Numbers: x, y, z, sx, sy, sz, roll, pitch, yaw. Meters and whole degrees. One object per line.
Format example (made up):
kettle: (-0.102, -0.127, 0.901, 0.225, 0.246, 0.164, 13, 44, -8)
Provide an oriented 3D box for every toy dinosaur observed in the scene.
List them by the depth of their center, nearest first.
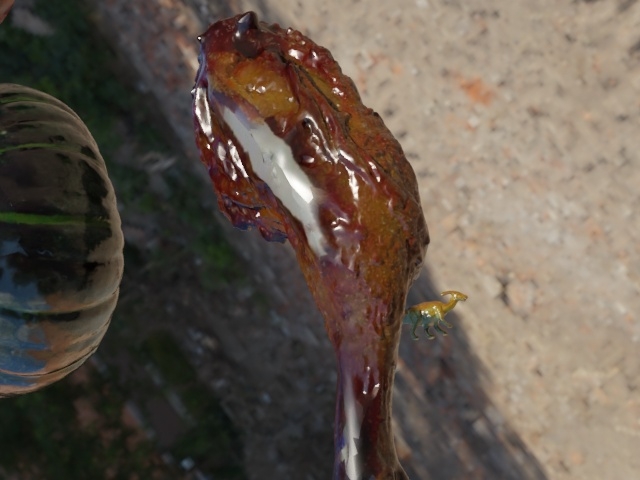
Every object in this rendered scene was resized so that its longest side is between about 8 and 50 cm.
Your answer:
toy dinosaur: (0.100, 0.085, 1.417, 0.026, 0.113, 0.041, 43, -155, -68)

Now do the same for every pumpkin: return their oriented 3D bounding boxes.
pumpkin: (-0.256, 0.001, 1.053, 0.216, 0.250, 0.250, 4, -148, -44)

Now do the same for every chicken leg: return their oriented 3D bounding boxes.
chicken leg: (0.000, 0.000, 0.994, 0.096, 0.158, 0.407, 5, -121, -50)

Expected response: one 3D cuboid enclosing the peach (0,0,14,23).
peach: (-0.155, -0.121, 0.563, 0.077, 0.050, 0.083, 30, -173, -10)
